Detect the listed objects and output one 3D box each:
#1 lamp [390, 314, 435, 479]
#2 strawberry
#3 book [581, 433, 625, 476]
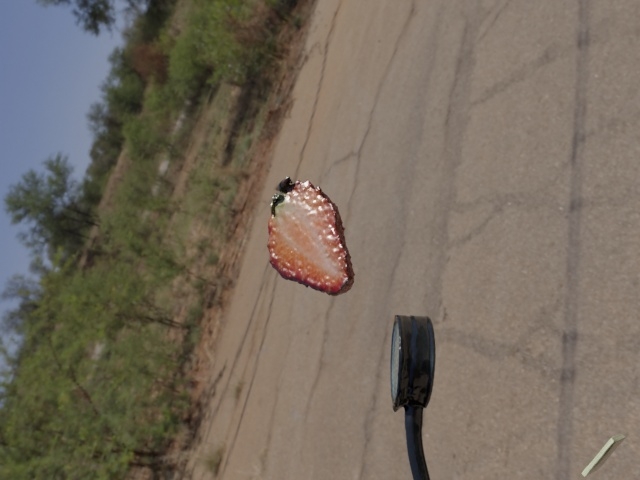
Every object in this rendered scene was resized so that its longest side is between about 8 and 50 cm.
[{"bbox_3d":[0.108,0.230,0.412,0.130,0.108,0.372,88,180,-57],"label":"lamp"},{"bbox_3d":[-0.005,0.004,1.148,0.175,0.106,0.236,-33,65,35],"label":"strawberry"},{"bbox_3d":[0.635,0.482,1.460,0.014,0.077,0.111,44,113,37],"label":"book"}]
